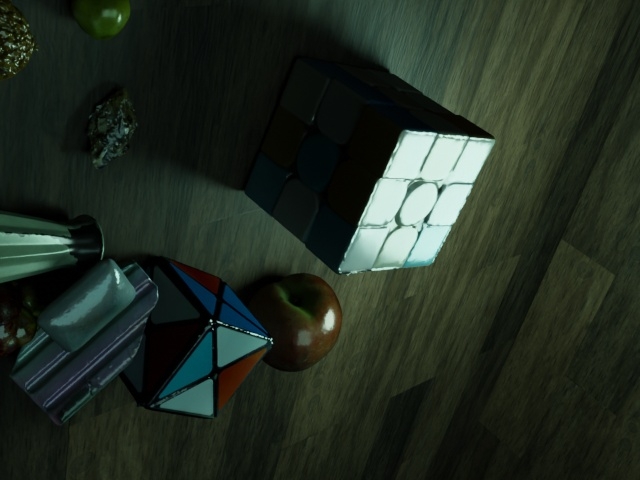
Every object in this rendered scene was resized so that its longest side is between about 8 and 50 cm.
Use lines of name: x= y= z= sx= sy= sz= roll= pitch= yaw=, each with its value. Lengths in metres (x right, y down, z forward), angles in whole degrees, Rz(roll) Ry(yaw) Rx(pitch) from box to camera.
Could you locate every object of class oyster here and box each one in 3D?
oyster: x=-0.370 y=-0.204 z=1.508 sx=0.103 sy=0.051 sz=0.148 roll=-24 pitch=128 yaw=-43

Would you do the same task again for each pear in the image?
pear: x=-0.351 y=-0.369 z=1.340 sx=0.092 sy=0.092 sz=0.097 roll=-26 pitch=139 yaw=-31

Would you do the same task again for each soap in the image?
soap: x=-0.461 y=0.184 z=1.655 sx=0.324 sy=0.109 sz=0.193 roll=-42 pitch=102 yaw=-10

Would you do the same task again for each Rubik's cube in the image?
Rubik's cube: x=-0.297 y=0.215 z=1.817 sx=0.250 sy=0.248 sz=0.246 roll=-52 pitch=145 yaw=7
Rubik's cube: x=0.102 y=-0.163 z=1.816 sx=0.347 sy=0.344 sz=0.346 roll=-2 pitch=125 yaw=-49

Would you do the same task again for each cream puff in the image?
cream puff: x=-0.493 y=-0.299 z=1.233 sx=0.126 sy=0.103 sz=0.144 roll=-46 pitch=140 yaw=-2

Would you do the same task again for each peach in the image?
peach: x=-0.065 y=0.210 z=2.088 sx=0.252 sy=0.252 sz=0.252 roll=-29 pitch=141 yaw=-27

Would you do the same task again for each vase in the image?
vase: x=-0.553 y=0.009 z=1.429 sx=0.360 sy=0.165 sz=0.165 roll=-2 pitch=124 yaw=-52

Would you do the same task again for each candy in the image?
candy: x=-0.429 y=0.123 z=1.541 sx=0.174 sy=0.071 sz=0.138 roll=-43 pitch=151 yaw=-16

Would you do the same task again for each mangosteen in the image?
mangosteen: x=-0.571 y=0.131 z=1.507 sx=0.182 sy=0.155 sz=0.145 roll=-17 pitch=154 yaw=-14
